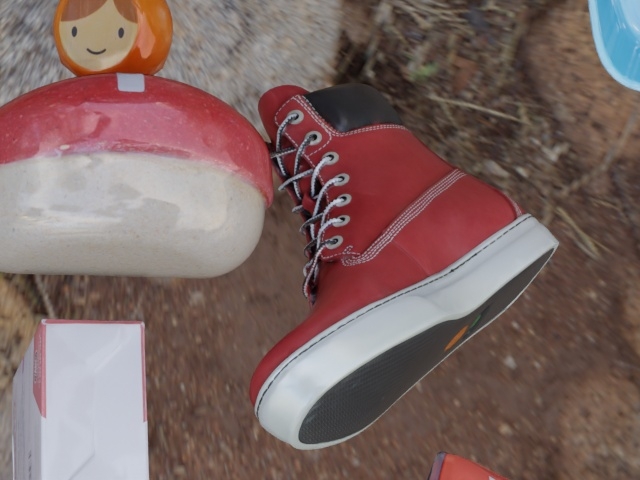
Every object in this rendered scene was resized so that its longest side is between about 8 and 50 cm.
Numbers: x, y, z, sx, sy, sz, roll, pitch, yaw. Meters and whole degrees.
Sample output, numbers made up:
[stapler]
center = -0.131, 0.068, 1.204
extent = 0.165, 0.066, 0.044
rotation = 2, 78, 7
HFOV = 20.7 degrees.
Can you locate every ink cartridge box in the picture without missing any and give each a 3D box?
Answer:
[ink cartridge box]
center = -0.157, 0.129, 1.114
extent = 0.067, 0.198, 0.115
rotation = 2, 73, -16

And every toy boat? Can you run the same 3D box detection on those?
[toy boat]
center = -0.104, -0.059, 0.865
extent = 0.151, 0.231, 0.151
rotation = 1, 90, -12

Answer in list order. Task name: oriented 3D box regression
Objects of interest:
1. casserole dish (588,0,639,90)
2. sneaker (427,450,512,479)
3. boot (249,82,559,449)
[casserole dish]
center = 0.179, -0.146, 0.809
extent = 0.114, 0.037, 0.188
rotation = -3, 129, 13
[sneaker]
center = -0.017, 0.183, 0.672
extent = 0.148, 0.131, 0.350
rotation = 40, 126, -15
[boot]
center = 0.000, 0.000, 0.930
extent = 0.176, 0.244, 0.088
rotation = 42, 128, 12
